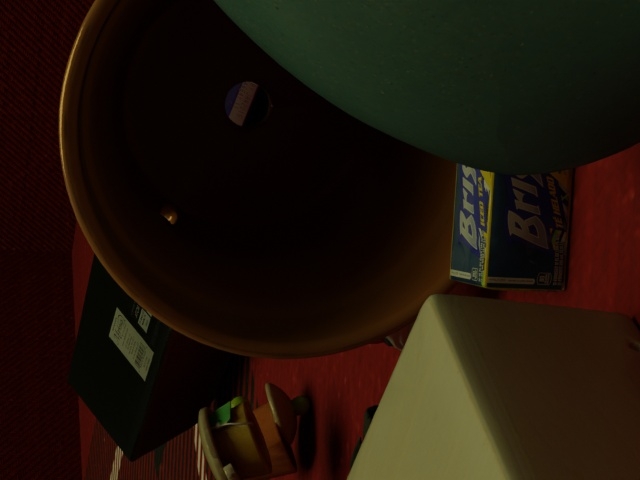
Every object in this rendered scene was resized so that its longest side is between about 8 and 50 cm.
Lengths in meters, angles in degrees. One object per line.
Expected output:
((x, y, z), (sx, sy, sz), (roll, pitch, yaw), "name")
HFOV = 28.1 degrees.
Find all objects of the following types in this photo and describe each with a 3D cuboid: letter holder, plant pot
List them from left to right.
((-0.170, 0.098, 1.601), (0.152, 0.214, 0.301), (47, 140, 23), "letter holder")
((-0.034, -0.084, 0.878), (0.203, 0.291, 0.290), (-140, 55, -74), "plant pot")
((0.088, -0.147, 0.584), (0.195, 0.290, 0.290), (61, -179, -30), "plant pot")

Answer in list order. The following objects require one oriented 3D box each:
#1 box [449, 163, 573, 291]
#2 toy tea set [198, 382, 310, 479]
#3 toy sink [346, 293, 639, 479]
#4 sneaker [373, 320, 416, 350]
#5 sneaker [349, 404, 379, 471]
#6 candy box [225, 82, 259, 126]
((0.117, -0.055, 0.772), (0.059, 0.054, 0.168), (-169, 82, -74), "box")
((-0.016, 0.238, 1.139), (0.336, 0.124, 0.200), (-110, -1, -46), "toy tea set")
((0.097, 0.168, 0.670), (0.152, 0.131, 0.234), (-109, 32, -52), "toy sink")
((0.000, 0.000, 1.044), (0.279, 0.118, 0.107), (-128, 44, -66), "sneaker")
((0.054, 0.187, 0.959), (0.170, 0.051, 0.089), (-114, 31, -66), "sneaker")
((-0.163, -0.194, 1.509), (0.268, 0.122, 0.317), (-66, 20, 2), "candy box")
